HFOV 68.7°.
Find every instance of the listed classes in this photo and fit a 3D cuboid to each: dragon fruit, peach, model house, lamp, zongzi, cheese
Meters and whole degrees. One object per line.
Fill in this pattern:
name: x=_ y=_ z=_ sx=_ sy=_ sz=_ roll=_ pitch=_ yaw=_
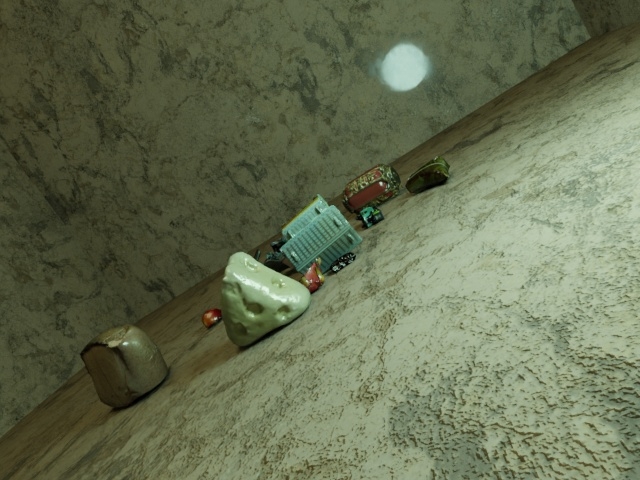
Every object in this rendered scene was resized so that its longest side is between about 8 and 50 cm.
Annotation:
dragon fruit: x=-0.029 y=0.125 z=1.417 sx=0.126 sy=0.068 sz=0.112 roll=-51 pitch=-1 yaw=-22
peach: x=-0.435 y=0.306 z=1.873 sx=0.098 sy=0.061 sz=0.098 roll=-39 pitch=4 yaw=3
model house: x=-0.008 y=-0.010 z=1.565 sx=0.224 sy=0.198 sz=0.215 roll=-39 pitch=19 yaw=6
lamp: x=0.224 y=-0.229 z=2.097 sx=0.274 sy=0.177 sz=0.177 roll=-31 pitch=9 yaw=28
zongzi: x=0.393 y=-0.218 z=1.741 sx=0.187 sy=0.084 sz=0.184 roll=-37 pitch=17 yaw=25
cheese: x=-0.169 y=0.192 z=1.317 sx=0.173 sy=0.252 sz=0.247 roll=-83 pitch=12 yaw=-62

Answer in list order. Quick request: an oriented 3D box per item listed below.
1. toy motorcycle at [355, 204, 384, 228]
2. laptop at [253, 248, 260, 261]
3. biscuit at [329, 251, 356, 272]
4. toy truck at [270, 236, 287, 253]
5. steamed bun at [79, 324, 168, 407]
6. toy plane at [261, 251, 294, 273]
toy motorcycle: x=0.191 y=-0.095 z=1.835 sx=0.100 sy=0.058 sz=0.173 roll=-26 pitch=11 yaw=3
laptop: x=-0.290 y=0.145 z=1.962 sx=0.207 sy=0.026 sz=0.153 roll=-88 pitch=19 yaw=-62
biscuit: x=0.069 y=0.068 z=1.475 sx=0.087 sy=0.027 sz=0.089 roll=-28 pitch=9 yaw=43
toy truck: x=-0.145 y=0.029 z=2.222 sx=0.116 sy=0.110 sz=0.216 roll=-24 pitch=3 yaw=-28
steamed bun: x=-0.638 y=0.402 z=1.563 sx=0.301 sy=0.251 sz=0.199 roll=-22 pitch=4 yaw=39
toy plane: x=-0.198 y=0.115 z=1.923 sx=0.326 sy=0.104 sz=0.223 roll=-31 pitch=-18 yaw=34
